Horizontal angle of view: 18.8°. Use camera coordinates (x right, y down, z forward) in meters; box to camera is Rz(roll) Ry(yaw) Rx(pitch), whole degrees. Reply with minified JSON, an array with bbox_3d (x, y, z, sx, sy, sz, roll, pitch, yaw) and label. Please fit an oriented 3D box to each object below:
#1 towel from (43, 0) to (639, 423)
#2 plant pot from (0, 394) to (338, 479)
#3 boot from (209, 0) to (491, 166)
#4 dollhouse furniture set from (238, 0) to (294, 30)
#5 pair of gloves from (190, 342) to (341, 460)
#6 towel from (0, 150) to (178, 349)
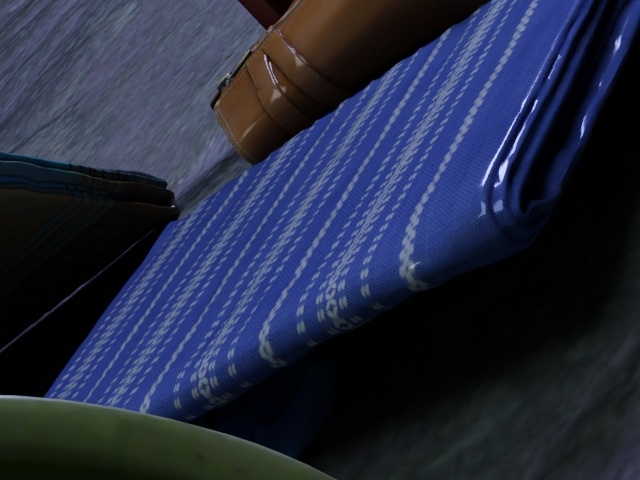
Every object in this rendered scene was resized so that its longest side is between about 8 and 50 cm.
[{"bbox_3d":[0.000,0.000,0.816,0.336,0.040,0.243,-33,16,39],"label":"towel"},{"bbox_3d":[-0.089,0.174,0.427,0.276,0.276,0.254,-52,9,-14],"label":"plant pot"},{"bbox_3d":[0.014,-0.096,0.952,0.152,0.073,0.197,-42,6,0],"label":"boot"},{"bbox_3d":[-0.062,-0.303,1.069,0.201,0.374,0.152,-41,16,20],"label":"dollhouse furniture set"},{"bbox_3d":[-0.072,0.111,0.807,0.198,0.023,0.159,-28,27,40],"label":"pair of gloves"},{"bbox_3d":[-0.278,0.025,1.010,0.271,0.040,0.370,-36,-22,26],"label":"towel"}]
